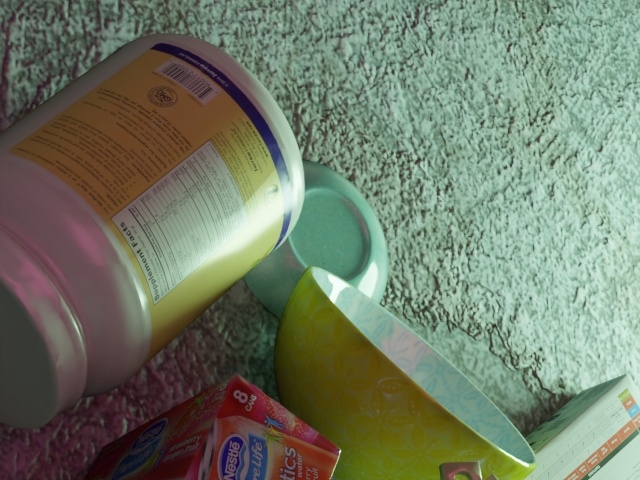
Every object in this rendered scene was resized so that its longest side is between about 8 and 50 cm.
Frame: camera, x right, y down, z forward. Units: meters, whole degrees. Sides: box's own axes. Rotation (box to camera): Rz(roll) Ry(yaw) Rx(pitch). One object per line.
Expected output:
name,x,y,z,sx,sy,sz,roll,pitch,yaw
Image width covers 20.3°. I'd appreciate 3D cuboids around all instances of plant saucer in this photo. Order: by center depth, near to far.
plant saucer,0.000,0.000,1.847,0.195,0.037,0.195,14,64,-30

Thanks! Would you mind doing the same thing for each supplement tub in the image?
supplement tub,-0.196,-0.011,1.587,0.241,0.241,0.331,52,52,-6

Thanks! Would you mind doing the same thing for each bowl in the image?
bowl,0.051,0.174,1.715,0.289,0.289,0.156,38,97,-16

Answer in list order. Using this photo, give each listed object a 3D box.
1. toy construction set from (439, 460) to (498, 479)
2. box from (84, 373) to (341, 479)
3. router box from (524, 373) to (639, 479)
toy construction set,0.046,0.307,1.597,0.215,0.328,0.151,31,48,2
box,-0.114,0.228,1.534,0.122,0.257,0.128,38,54,-16
router box,0.283,0.351,1.867,0.335,0.082,0.301,-32,91,-39
